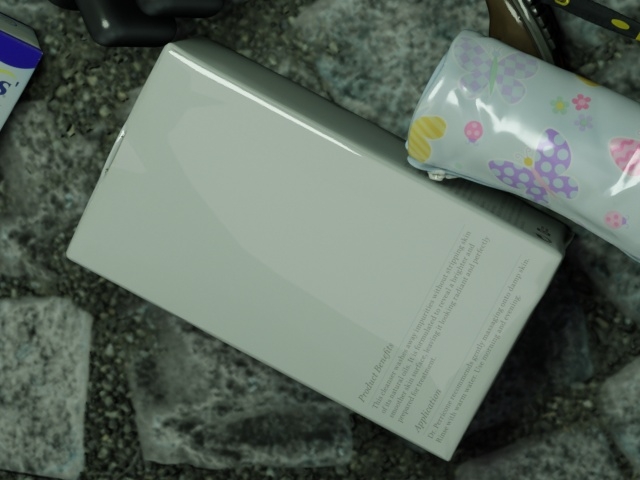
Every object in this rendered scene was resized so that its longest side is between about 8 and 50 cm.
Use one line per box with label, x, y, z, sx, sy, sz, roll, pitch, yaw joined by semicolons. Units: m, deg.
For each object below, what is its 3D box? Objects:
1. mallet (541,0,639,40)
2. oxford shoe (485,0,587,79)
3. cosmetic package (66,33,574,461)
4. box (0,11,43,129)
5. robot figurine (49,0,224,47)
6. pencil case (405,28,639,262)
mallet;0.273;-0.167;1.674;0.190;0.039;0.062;15;103;-8
oxford shoe;0.165;-0.157;1.694;0.096;0.083;0.227;-23;93;19
cosmetic package;0.000;0.000;1.713;0.385;0.156;0.217;30;103;4
box;-0.339;-0.149;1.760;0.126;0.072;0.137;25;105;-26
robot figurine;-0.179;-0.303;1.666;0.209;0.173;0.278;-21;81;-6
pencil case;0.206;-0.070;1.602;0.273;0.113;0.124;24;77;10
